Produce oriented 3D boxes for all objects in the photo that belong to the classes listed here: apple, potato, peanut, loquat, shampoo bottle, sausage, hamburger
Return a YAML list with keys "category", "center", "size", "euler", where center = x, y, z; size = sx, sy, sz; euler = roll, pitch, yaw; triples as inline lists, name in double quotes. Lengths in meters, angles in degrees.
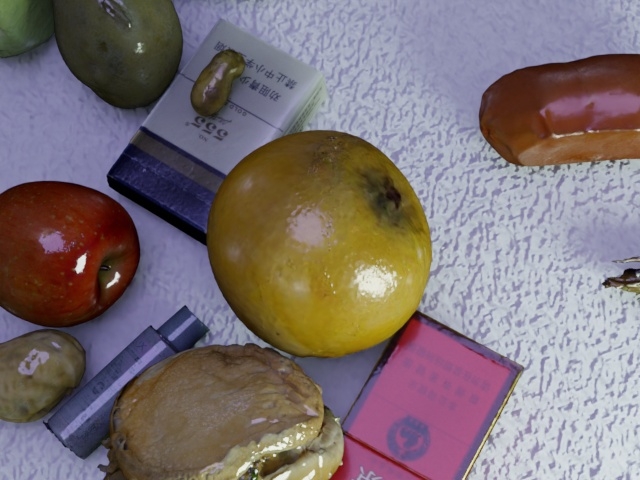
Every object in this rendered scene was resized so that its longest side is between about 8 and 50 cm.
- category: "apple"
  center: [-0.311, 0.013, 1.376]
  size: [0.168, 0.181, 0.181]
  euler: [27, 76, 26]
- category: "potato"
  center: [-0.258, -0.279, 1.451]
  size: [0.178, 0.235, 0.160]
  euler: [5, 32, 41]
- category: "peanut"
  center: [-0.385, 0.170, 1.372]
  size: [0.229, 0.098, 0.103]
  euler: [-16, 61, 2]
- category: "loquat"
  center: [0.000, 0.000, 1.311]
  size: [0.263, 0.263, 0.263]
  euler: [-1, 72, 4]
- category: "shampoo bottle"
  center: [-0.222, 0.164, 1.377]
  size: [0.214, 0.072, 0.072]
  euler: [-43, 74, -9]
- category: "sausage"
  center: [0.320, -0.158, 1.408]
  size: [0.258, 0.133, 0.133]
  euler: [-6, 72, 6]
- category: "potato"
  center: [-0.127, -0.193, 1.422]
  size: [0.045, 0.046, 0.092]
  euler: [31, 84, -22]
- category: "hamburger"
  center: [-0.119, 0.220, 1.264]
  size: [0.286, 0.243, 0.146]
  euler: [-5, 113, 12]

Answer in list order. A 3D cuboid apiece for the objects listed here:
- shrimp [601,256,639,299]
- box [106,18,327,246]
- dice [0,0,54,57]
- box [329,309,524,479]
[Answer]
- category: "shrimp"
  center: [0.449, 0.081, 1.354]
  size: [0.249, 0.068, 0.150]
  euler: [17, 80, 4]
- category: "box"
  center: [-0.127, -0.133, 1.462]
  size: [0.168, 0.071, 0.259]
  euler: [31, 78, 13]
- category: "dice"
  center: [-0.443, -0.402, 1.480]
  size: [0.252, 0.250, 0.254]
  euler: [24, 75, 11]
- category: "box"
  center: [0.110, 0.216, 1.331]
  size: [0.153, 0.074, 0.239]
  euler: [29, 78, 9]
